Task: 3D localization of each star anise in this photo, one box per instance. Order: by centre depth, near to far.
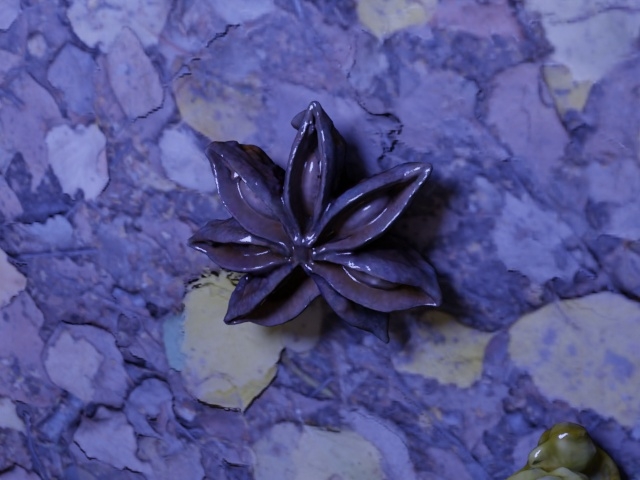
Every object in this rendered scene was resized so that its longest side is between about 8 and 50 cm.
[{"bbox_3d":[-0.005,-0.015,0.955,0.212,0.073,0.197,6,117,19],"label":"star anise"}]

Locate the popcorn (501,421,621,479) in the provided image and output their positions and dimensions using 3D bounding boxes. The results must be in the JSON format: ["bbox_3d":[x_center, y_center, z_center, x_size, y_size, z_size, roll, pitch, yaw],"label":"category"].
[{"bbox_3d":[0.177,0.270,0.930,0.237,0.252,0.206,37,155,-33],"label":"popcorn"}]
